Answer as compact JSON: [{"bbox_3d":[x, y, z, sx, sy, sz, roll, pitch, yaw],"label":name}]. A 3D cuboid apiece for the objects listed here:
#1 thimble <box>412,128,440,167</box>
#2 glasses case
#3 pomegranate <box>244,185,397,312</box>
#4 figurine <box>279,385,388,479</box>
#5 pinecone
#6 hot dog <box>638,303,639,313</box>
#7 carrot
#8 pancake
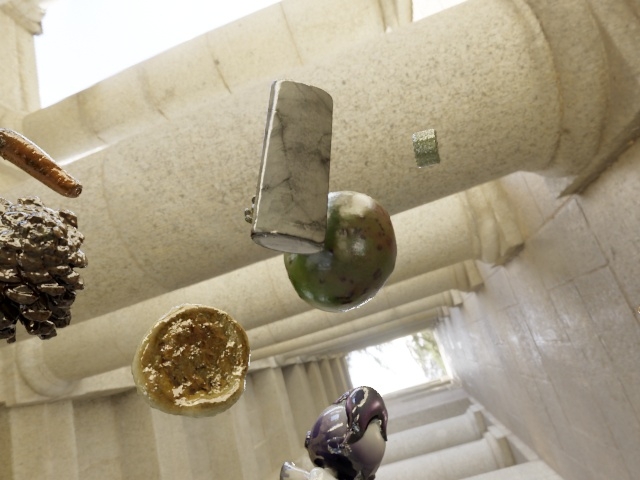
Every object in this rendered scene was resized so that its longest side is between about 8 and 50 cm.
[{"bbox_3d":[0.280,-0.245,1.116,0.110,0.062,0.084,-80,-27,-43],"label":"thimble"},{"bbox_3d":[-0.042,-0.126,0.680,0.060,0.114,0.299,128,149,-59],"label":"glasses case"},{"bbox_3d":[0.000,0.017,0.820,0.242,0.306,0.242,-174,90,-68],"label":"pomegranate"},{"bbox_3d":[0.039,0.355,0.740,0.222,0.145,0.145,-47,-56,-43],"label":"figurine"},{"bbox_3d":[-0.463,0.050,0.634,0.229,0.202,0.201,-101,32,-50],"label":"pinecone"},{"bbox_3d":[0.647,0.148,0.815,0.021,0.037,0.083,22,-152,-23],"label":"hot dog"},{"bbox_3d":[-0.565,-0.152,0.849,0.186,0.060,0.060,41,-159,-25],"label":"carrot"},{"bbox_3d":[-0.283,0.268,0.966,0.282,0.049,0.282,22,-134,-25],"label":"pancake"}]
